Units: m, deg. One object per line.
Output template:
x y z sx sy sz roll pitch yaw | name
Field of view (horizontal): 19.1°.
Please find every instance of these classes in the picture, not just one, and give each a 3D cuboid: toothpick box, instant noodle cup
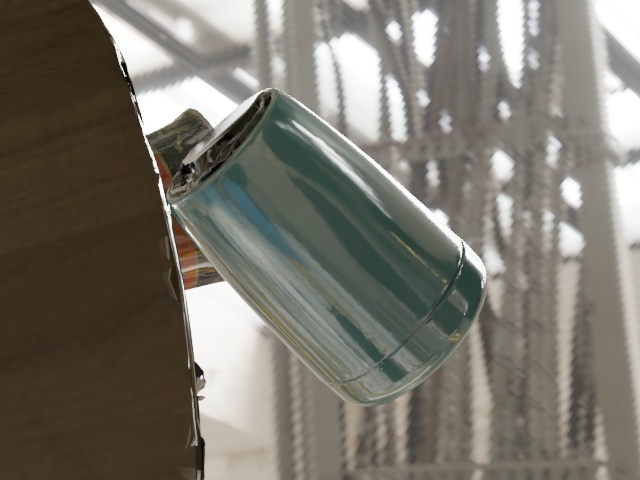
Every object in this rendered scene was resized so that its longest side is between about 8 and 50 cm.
0.000 0.000 1.129 0.120 0.184 0.120 -41 -164 15 | toothpick box
-0.128 -0.010 1.251 0.135 0.127 0.127 -20 -128 -19 | instant noodle cup

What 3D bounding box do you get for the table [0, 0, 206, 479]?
-0.141 0.133 0.541 0.317 0.249 0.317 -2 -111 6 | table
